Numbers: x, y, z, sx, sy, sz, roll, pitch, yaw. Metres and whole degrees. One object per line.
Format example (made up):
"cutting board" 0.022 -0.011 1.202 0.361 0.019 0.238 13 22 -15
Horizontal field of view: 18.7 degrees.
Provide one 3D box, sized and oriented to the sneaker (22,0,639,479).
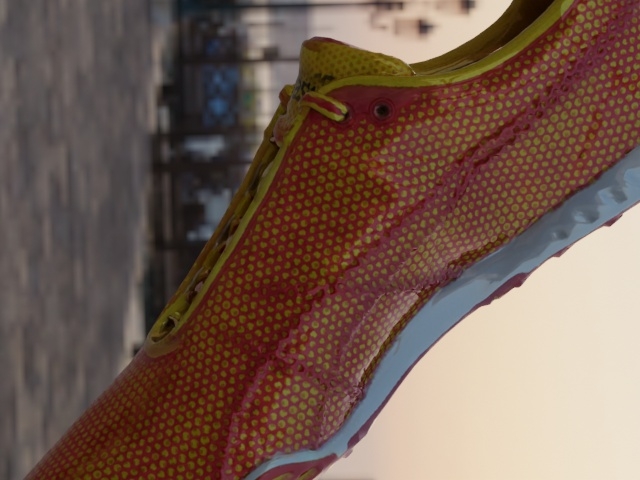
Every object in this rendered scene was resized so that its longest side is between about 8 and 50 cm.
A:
"sneaker" 0.000 0.000 0.392 0.067 0.175 0.064 50 -9 -13
